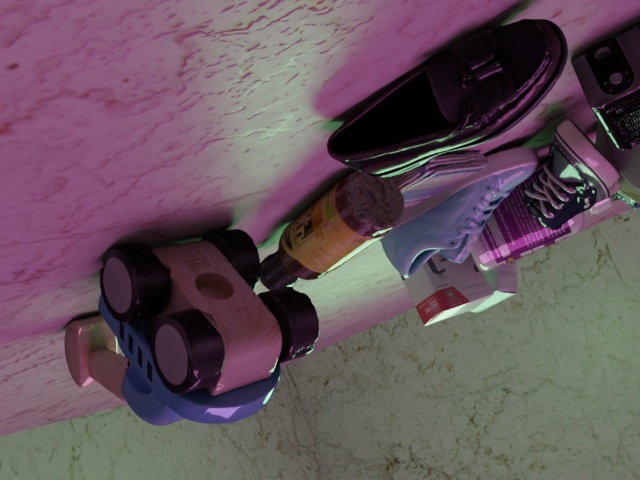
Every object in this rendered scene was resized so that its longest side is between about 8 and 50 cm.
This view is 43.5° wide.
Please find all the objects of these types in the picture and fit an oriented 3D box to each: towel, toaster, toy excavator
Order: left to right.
[{"bbox_3d":[-0.261,0.175,1.272,0.222,0.433,0.445,-11,136,-42],"label":"toy excavator"},{"bbox_3d":[0.136,-0.080,1.405,0.285,0.034,0.209,-29,169,38],"label":"towel"},{"bbox_3d":[0.458,-0.220,1.105,0.168,0.110,0.186,-27,150,24],"label":"toaster"}]

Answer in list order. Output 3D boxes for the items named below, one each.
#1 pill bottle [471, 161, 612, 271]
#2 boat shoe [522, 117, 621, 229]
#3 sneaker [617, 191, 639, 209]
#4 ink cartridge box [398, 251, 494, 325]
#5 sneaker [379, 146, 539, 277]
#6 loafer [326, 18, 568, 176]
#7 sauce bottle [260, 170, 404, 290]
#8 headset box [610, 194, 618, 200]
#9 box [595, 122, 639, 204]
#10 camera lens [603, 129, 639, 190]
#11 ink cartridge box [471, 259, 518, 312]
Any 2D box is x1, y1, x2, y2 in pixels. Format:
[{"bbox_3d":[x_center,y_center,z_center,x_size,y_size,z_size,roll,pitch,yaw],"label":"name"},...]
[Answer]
[{"bbox_3d":[0.447,-0.064,1.698,0.302,0.169,0.169,-25,168,13],"label":"pill bottle"},{"bbox_3d":[0.433,-0.099,1.426,0.158,0.127,0.340,-40,155,15],"label":"boat shoe"},{"bbox_3d":[0.658,-0.126,1.730,0.110,0.122,0.283,-24,-161,-15],"label":"sneaker"},{"bbox_3d":[0.263,0.059,1.790,0.159,0.218,0.092,-14,159,-33],"label":"ink cartridge box"},{"bbox_3d":[0.275,-0.043,1.526,0.366,0.150,0.135,-33,165,37],"label":"sneaker"},{"bbox_3d":[0.134,-0.153,0.916,0.302,0.109,0.095,-28,163,40],"label":"loafer"},{"bbox_3d":[0.000,0.000,1.320,0.111,0.111,0.344,-13,164,-37],"label":"sauce bottle"},{"bbox_3d":[0.804,-0.202,1.867,0.293,0.110,0.218,-14,165,-32],"label":"headset box"},{"bbox_3d":[0.658,-0.125,1.465,0.148,0.311,0.121,-20,128,-13],"label":"box"},{"bbox_3d":[0.630,-0.203,1.286,0.274,0.219,0.219,-19,168,-14],"label":"camera lens"},{"bbox_3d":[0.394,0.035,1.881,0.066,0.232,0.189,13,159,-12],"label":"ink cartridge box"}]
